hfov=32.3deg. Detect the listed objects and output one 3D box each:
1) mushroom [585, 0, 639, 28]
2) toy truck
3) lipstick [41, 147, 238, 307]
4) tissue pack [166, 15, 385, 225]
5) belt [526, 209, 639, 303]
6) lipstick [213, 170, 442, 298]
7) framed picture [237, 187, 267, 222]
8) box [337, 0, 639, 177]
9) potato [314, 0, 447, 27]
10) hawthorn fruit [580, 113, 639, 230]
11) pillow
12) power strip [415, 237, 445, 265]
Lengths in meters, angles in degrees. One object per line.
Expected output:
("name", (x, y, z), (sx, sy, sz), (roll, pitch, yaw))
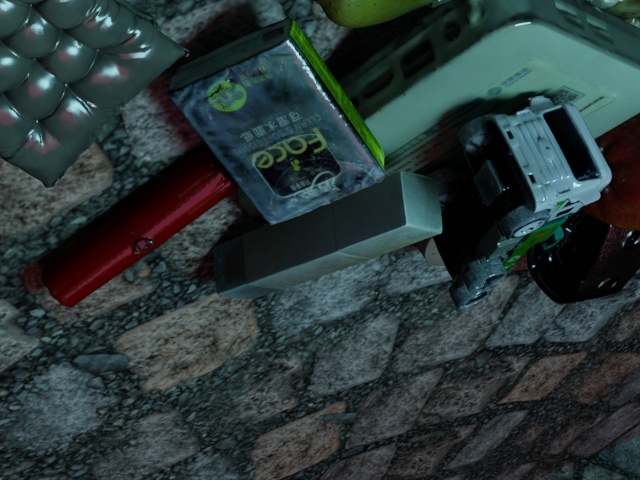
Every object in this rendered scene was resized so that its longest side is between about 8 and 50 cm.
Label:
("mushroom", (0.425, -0.348, 1.486), (0.344, 0.130, 0.247), (6, 160, -41))
("toy truck", (0.243, -0.048, 1.460), (0.178, 0.176, 0.363), (-20, 163, -16))
("lipstick", (-0.234, -0.016, 1.434), (0.280, 0.073, 0.073), (-36, 148, 6))
("tissue pack", (-0.049, -0.137, 1.313), (0.173, 0.073, 0.235), (-20, 130, 21))
("belt", (0.489, -0.020, 1.932), (0.164, 0.184, 0.289), (-6, 142, -24))
("lipstick", (0.000, 0.000, 1.491), (0.076, 0.079, 0.371), (11, 157, -43))
("framed picture", (-0.018, -0.054, 1.509), (0.169, 0.023, 0.128), (-3, 166, 9))
("box", (0.209, -0.180, 1.469), (0.396, 0.111, 0.397), (-32, 153, 35))
("potato", (0.102, -0.321, 1.200), (0.248, 0.143, 0.169), (-29, -178, 11))
("hawthorn fruit", (0.509, -0.163, 1.696), (0.307, 0.265, 0.265), (-33, 152, -29))
("pillow", (-0.313, -0.193, 1.097), (0.228, 0.101, 0.326), (-42, 149, 11))
("power strip", (0.219, -0.032, 1.788), (0.154, 0.078, 0.154), (-22, 146, -15))
